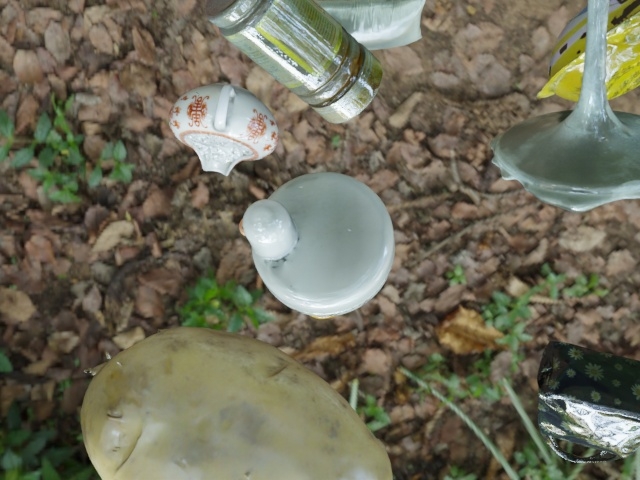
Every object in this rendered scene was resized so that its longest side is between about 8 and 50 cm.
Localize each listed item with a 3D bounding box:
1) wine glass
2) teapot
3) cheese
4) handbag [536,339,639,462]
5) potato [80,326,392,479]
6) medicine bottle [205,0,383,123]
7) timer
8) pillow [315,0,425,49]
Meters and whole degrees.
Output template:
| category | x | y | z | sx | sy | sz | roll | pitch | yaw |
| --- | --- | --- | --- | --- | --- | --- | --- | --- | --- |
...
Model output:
| category | x | y | z | sx | sy | sz | roll | pitch | yaw |
| --- | --- | --- | --- | --- | --- | --- | --- | --- | --- |
| wine glass | 0.148 | -0.144 | 0.477 | 0.156 | 0.156 | 0.232 | -13 | 121 | -11 |
| teapot | -0.138 | -0.168 | 1.289 | 0.159 | 0.245 | 0.116 | 23 | 82 | 4 |
| cheese | 0.238 | -0.151 | 0.700 | 0.156 | 0.064 | 0.250 | -32 | 170 | 14 |
| handbag | 0.255 | 0.169 | 0.860 | 0.115 | 0.072 | 0.139 | 13 | 137 | 8 |
| potato | -0.061 | 0.148 | 0.673 | 0.234 | 0.161 | 0.128 | 1 | 167 | 3 |
| medicine bottle | -0.044 | -0.358 | 1.610 | 0.151 | 0.151 | 0.322 | -45 | 127 | 13 |
| timer | 0.000 | 0.000 | 1.423 | 0.233 | 0.234 | 0.240 | -26 | 161 | -1 |
| pillow | 0.085 | -0.432 | 1.770 | 0.253 | 0.078 | 0.144 | -3 | 156 | -3 |
